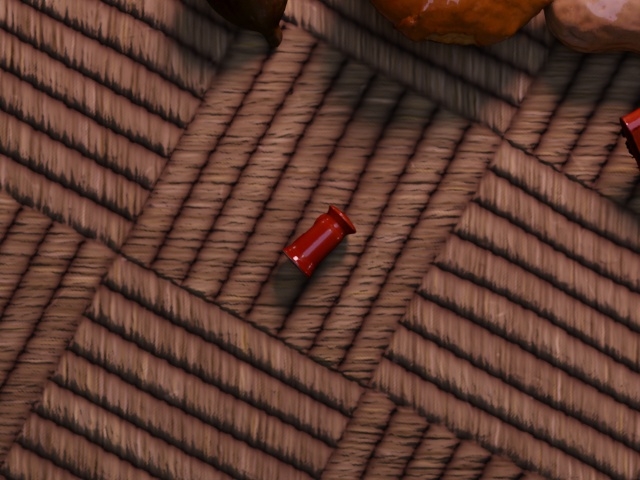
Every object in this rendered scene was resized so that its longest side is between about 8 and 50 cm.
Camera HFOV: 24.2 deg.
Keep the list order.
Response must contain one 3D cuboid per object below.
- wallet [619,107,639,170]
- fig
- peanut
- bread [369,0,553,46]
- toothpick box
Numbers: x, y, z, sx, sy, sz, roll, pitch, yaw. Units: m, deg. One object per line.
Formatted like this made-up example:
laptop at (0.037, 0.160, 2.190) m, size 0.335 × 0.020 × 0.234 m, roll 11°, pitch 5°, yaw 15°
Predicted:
wallet at (0.458, -0.134, 1.725) m, size 0.204 × 0.045 × 0.142 m, roll -30°, pitch 123°, yaw 1°
fig at (-0.076, -0.292, 1.713) m, size 0.109 × 0.103 × 0.154 m, roll -31°, pitch 119°, yaw 3°
peanut at (0.389, -0.258, 1.724) m, size 0.263 × 0.101 × 0.117 m, roll 13°, pitch 102°, yaw 1°
bread at (0.162, -0.343, 1.700) m, size 0.268 × 0.146 × 0.268 m, roll 0°, pitch 93°, yaw -4°
toothpick box at (0.000, 0.000, 1.731) m, size 0.083 × 0.047 × 0.047 m, roll -43°, pitch 91°, yaw -4°
